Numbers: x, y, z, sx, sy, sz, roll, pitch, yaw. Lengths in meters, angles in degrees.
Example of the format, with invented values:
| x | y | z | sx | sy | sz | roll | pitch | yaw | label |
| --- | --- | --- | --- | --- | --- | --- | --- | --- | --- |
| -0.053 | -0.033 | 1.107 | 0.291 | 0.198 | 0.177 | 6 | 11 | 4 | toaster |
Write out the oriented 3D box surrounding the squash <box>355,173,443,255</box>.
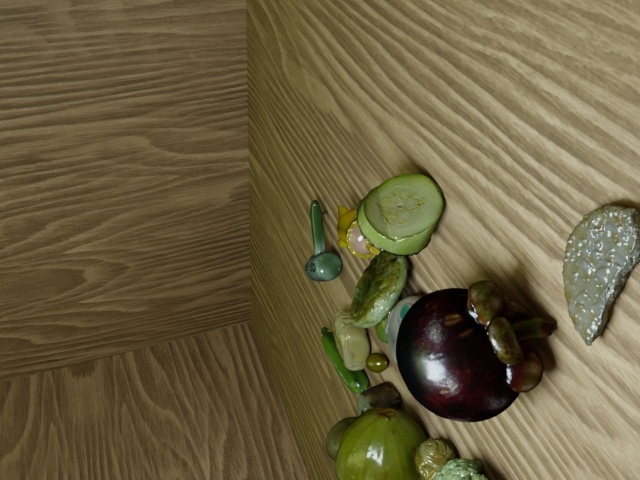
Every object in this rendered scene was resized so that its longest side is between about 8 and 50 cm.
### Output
| x | y | z | sx | sy | sz | roll | pitch | yaw | label |
| --- | --- | --- | --- | --- | --- | --- | --- | --- | --- |
| 0.206 | -0.071 | 1.586 | 0.133 | 0.220 | 0.220 | 103 | 150 | -57 | squash |

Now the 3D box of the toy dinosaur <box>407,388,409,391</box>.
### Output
| x | y | z | sx | sy | sz | roll | pitch | yaw | label |
| --- | --- | --- | --- | --- | --- | --- | --- | --- | --- |
| 0.284 | 0.399 | 1.841 | 0.383 | 0.076 | 0.129 | 10 | 80 | 64 | toy dinosaur |

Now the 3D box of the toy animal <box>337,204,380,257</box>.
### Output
| x | y | z | sx | sy | sz | roll | pitch | yaw | label |
| --- | --- | --- | --- | --- | --- | --- | --- | --- | --- |
| 0.130 | -0.024 | 1.964 | 0.230 | 0.156 | 0.155 | -148 | 49 | -61 | toy animal |

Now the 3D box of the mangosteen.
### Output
| x | y | z | sx | sy | sz | roll | pitch | yaw | label |
| --- | --- | --- | --- | --- | --- | --- | --- | --- | --- |
| 0.337 | 0.237 | 1.317 | 0.347 | 0.307 | 0.306 | -37 | 63 | 39 | mangosteen |

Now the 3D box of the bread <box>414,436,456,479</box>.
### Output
| x | y | z | sx | sy | sz | roll | pitch | yaw | label |
| --- | --- | --- | --- | --- | --- | --- | --- | --- | --- |
| 0.351 | 0.716 | 1.763 | 0.152 | 0.130 | 0.267 | -17 | -81 | -75 | bread |

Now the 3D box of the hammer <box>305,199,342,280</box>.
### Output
| x | y | z | sx | sy | sz | roll | pitch | yaw | label |
| --- | --- | --- | --- | --- | --- | --- | --- | --- | --- |
| 0.000 | 0.000 | 2.426 | 0.206 | 0.119 | 0.335 | 167 | 98 | -71 | hammer |

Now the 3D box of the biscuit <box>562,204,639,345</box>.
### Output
| x | y | z | sx | sy | sz | roll | pitch | yaw | label |
| --- | --- | --- | --- | --- | --- | --- | --- | --- | --- |
| 0.496 | 0.044 | 1.081 | 0.141 | 0.038 | 0.289 | -122 | 29 | -48 | biscuit |

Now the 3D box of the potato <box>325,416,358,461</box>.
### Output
| x | y | z | sx | sy | sz | roll | pitch | yaw | label |
| --- | --- | --- | --- | --- | --- | --- | --- | --- | --- |
| 0.164 | 0.797 | 2.266 | 0.218 | 0.202 | 0.351 | 45 | 166 | -21 | potato |

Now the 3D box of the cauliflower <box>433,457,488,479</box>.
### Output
| x | y | z | sx | sy | sz | roll | pitch | yaw | label |
| --- | --- | --- | --- | --- | --- | --- | --- | --- | --- |
| 0.391 | 0.720 | 1.561 | 0.250 | 0.275 | 0.272 | 25 | 95 | 24 | cauliflower |

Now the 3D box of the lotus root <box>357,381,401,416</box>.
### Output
| x | y | z | sx | sy | sz | roll | pitch | yaw | label |
| --- | --- | --- | --- | --- | --- | --- | --- | --- | --- |
| 0.207 | 0.606 | 2.151 | 0.234 | 0.119 | 0.138 | 93 | 157 | -44 | lotus root |

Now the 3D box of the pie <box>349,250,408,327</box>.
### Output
| x | y | z | sx | sy | sz | roll | pitch | yaw | label |
| --- | --- | --- | --- | --- | --- | --- | --- | --- | --- |
| 0.176 | 0.149 | 1.855 | 0.276 | 0.079 | 0.277 | -60 | 12 | 21 | pie |

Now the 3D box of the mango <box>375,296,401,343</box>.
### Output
| x | y | z | sx | sy | sz | roll | pitch | yaw | label |
| --- | --- | --- | --- | --- | --- | --- | --- | --- | --- |
| 0.224 | 0.243 | 1.948 | 0.122 | 0.086 | 0.190 | -144 | 56 | -77 | mango |

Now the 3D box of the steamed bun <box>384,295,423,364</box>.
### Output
| x | y | z | sx | sy | sz | roll | pitch | yaw | label |
| --- | --- | --- | --- | --- | --- | --- | --- | --- | --- |
| 0.260 | 0.270 | 1.712 | 0.177 | 0.131 | 0.227 | 148 | 123 | -61 | steamed bun |

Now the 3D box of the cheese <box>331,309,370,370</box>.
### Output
| x | y | z | sx | sy | sz | roll | pitch | yaw | label |
| --- | --- | --- | --- | --- | --- | --- | --- | --- | --- |
| 0.112 | 0.385 | 2.311 | 0.214 | 0.118 | 0.225 | -121 | 21 | -58 | cheese |

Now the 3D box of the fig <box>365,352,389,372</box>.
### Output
| x | y | z | sx | sy | sz | roll | pitch | yaw | label |
| --- | --- | --- | --- | --- | --- | --- | --- | --- | --- |
| 0.207 | 0.436 | 2.129 | 0.088 | 0.074 | 0.073 | -6 | 96 | 45 | fig |

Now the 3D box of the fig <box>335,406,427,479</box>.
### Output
| x | y | z | sx | sy | sz | roll | pitch | yaw | label |
| --- | --- | --- | --- | --- | --- | --- | --- | --- | --- |
| 0.207 | 0.692 | 1.924 | 0.343 | 0.344 | 0.342 | 168 | 90 | -72 | fig |

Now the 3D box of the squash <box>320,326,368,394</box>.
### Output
| x | y | z | sx | sy | sz | roll | pitch | yaw | label |
| --- | --- | --- | --- | --- | --- | --- | --- | --- | --- |
| 0.094 | 0.485 | 2.443 | 0.378 | 0.102 | 0.101 | -130 | 33 | -48 | squash |
